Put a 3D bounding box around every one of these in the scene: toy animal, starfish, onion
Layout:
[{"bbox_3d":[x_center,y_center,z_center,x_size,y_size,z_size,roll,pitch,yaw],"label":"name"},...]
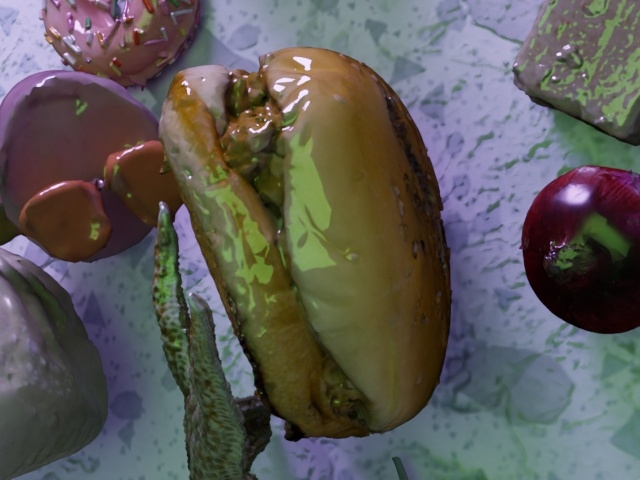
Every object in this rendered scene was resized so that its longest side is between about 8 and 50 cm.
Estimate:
[{"bbox_3d":[-0.218,-0.061,1.139,0.195,0.281,0.169,-25,95,-16],"label":"toy animal"},{"bbox_3d":[-0.063,0.148,0.985,0.078,0.347,0.358,-25,86,0],"label":"starfish"},{"bbox_3d":[0.209,0.007,0.982,0.131,0.131,0.131,-3,83,25],"label":"onion"}]

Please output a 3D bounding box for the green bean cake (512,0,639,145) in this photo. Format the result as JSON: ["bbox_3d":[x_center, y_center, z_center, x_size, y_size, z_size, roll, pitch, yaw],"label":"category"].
[{"bbox_3d":[0.233,-0.171,1.007,0.109,0.085,0.179,31,99,26],"label":"green bean cake"}]

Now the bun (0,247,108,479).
[{"bbox_3d":[-0.368,0.112,1.145,0.348,0.352,0.227,-11,91,-13],"label":"bun"}]

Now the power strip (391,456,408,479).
[{"bbox_3d":[0.100,0.273,1.048,0.137,0.044,0.216,-40,70,17],"label":"power strip"}]

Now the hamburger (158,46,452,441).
[{"bbox_3d":[0.002,0.004,0.984,0.174,0.304,0.284,-14,88,13],"label":"hamburger"}]

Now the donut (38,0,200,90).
[{"bbox_3d":[-0.184,-0.195,1.222,0.166,0.065,0.117,-19,76,24],"label":"donut"}]
